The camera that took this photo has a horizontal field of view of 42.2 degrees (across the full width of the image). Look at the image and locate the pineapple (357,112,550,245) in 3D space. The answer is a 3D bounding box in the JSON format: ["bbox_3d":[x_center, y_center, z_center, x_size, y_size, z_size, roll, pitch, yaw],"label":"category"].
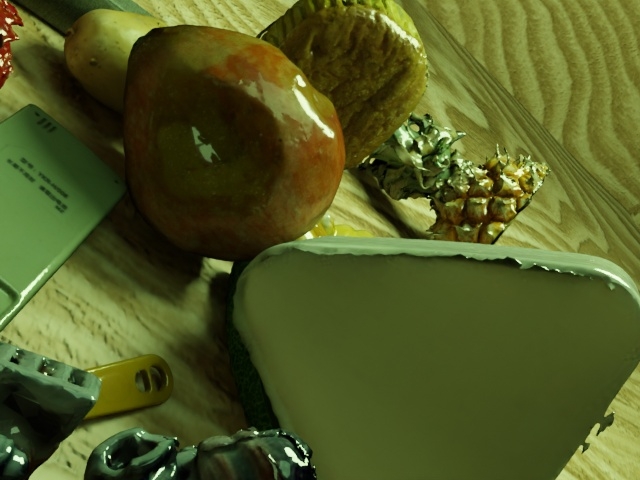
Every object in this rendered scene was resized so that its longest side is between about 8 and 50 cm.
[{"bbox_3d":[0.175,-0.094,1.284,0.271,0.262,0.262,38,23,8],"label":"pineapple"}]

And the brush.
[{"bbox_3d":[-0.184,0.109,0.560,0.272,0.013,0.103,1,72,-64],"label":"brush"}]

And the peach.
[{"bbox_3d":[-0.097,-0.097,0.793,0.235,0.214,0.214,52,22,-19],"label":"peach"}]

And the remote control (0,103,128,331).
[{"bbox_3d":[-0.249,-0.013,0.636,0.123,0.038,0.285,41,28,-13],"label":"remote control"}]

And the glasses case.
[{"bbox_3d":[-0.249,-0.249,0.938,0.205,0.071,0.047,34,32,-32],"label":"glasses case"}]

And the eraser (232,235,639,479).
[{"bbox_3d":[0.074,0.103,0.717,0.331,0.331,0.150,52,16,7],"label":"eraser"}]

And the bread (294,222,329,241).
[{"bbox_3d":[0.002,0.059,0.902,0.239,0.074,0.092,58,14,17],"label":"bread"}]

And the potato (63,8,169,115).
[{"bbox_3d":[-0.191,-0.184,0.893,0.178,0.109,0.118,30,5,-43],"label":"potato"}]

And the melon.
[{"bbox_3d":[-0.047,0.122,0.788,0.114,0.053,0.262,52,20,-43],"label":"melon"}]

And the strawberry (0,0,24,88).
[{"bbox_3d":[-0.323,-0.201,0.731,0.121,0.082,0.188,28,34,-33],"label":"strawberry"}]

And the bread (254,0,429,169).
[{"bbox_3d":[0.021,-0.217,1.124,0.227,0.253,0.142,37,30,-30],"label":"bread"}]

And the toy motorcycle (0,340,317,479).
[{"bbox_3d":[-0.144,0.126,0.403,0.401,0.207,0.134,40,4,-15],"label":"toy motorcycle"}]

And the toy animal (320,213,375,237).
[{"bbox_3d":[0.001,0.001,1.002,0.159,0.070,0.083,32,27,-22],"label":"toy animal"}]
